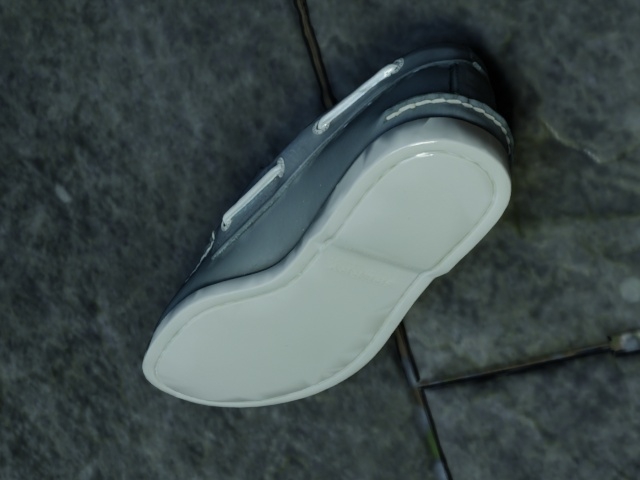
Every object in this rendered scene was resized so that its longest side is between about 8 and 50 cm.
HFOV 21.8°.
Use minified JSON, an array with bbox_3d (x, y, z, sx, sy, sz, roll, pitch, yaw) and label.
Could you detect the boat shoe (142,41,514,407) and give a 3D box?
[{"bbox_3d":[0.000,0.000,0.980,0.319,0.116,0.099,-42,34,43],"label":"boat shoe"}]
